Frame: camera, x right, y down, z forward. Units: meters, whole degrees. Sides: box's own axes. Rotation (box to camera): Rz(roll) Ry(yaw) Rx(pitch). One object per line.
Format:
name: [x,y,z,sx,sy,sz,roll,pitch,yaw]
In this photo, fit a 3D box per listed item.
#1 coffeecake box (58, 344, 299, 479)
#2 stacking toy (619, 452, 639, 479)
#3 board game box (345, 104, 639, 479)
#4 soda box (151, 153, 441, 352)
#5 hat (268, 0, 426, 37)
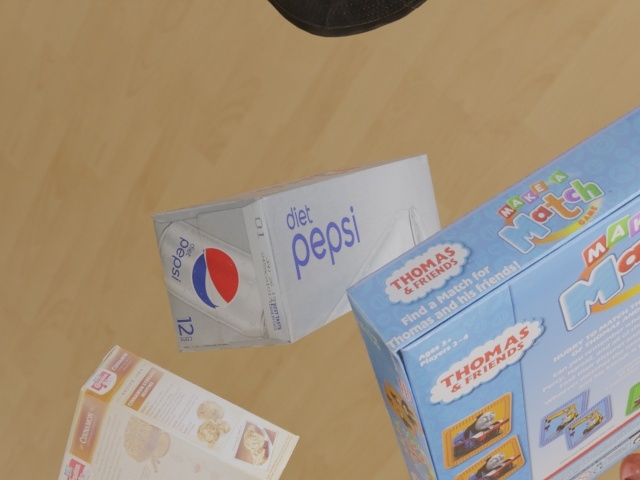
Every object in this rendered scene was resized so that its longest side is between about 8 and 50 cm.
coffeecake box: [-0.133,0.201,0.867,0.185,0.068,0.142,26,126,4]
stacking toy: [0.527,0.411,1.257,0.308,0.130,0.279,30,162,10]
board game box: [0.105,0.051,0.419,0.039,0.160,0.212,50,167,38]
soda box: [0.000,0.000,0.724,0.091,0.286,0.098,-8,96,28]
hat: [0.032,-0.403,1.090,0.331,0.134,0.332,6,107,20]
